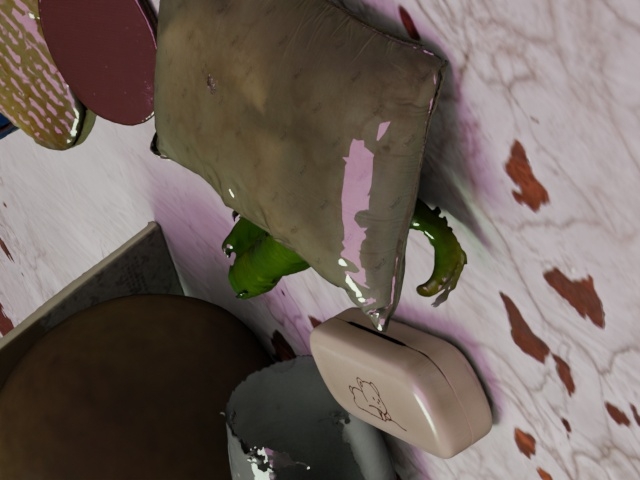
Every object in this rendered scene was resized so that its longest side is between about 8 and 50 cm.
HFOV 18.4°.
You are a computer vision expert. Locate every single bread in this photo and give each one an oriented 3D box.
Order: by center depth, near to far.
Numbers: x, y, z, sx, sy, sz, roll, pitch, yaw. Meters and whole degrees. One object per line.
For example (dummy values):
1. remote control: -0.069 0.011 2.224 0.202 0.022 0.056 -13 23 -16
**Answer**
1. bread: -0.274 -0.219 1.716 0.286 0.056 0.207 49 136 -2

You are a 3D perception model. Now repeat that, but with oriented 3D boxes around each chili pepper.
1. chili pepper: 0.000 0.000 1.405 0.359 0.076 0.085 175 109 -70

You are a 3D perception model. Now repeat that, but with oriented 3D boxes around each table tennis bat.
1. table tennis bat: -0.184 -0.193 1.610 0.130 0.019 0.220 11 126 35

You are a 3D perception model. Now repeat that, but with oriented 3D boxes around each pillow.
1. pillow: -0.027 -0.087 1.292 0.302 0.075 0.185 37 126 46

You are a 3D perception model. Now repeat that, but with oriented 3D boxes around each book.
1. book: -0.241 0.150 1.896 0.021 0.310 0.217 25 143 39

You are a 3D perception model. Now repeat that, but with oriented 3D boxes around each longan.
1. longan: -0.159 0.191 1.768 0.297 0.297 0.297 50 160 26

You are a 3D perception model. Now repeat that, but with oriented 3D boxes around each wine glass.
1. wine glass: 0.011 0.250 1.656 0.143 0.143 0.321 35 150 51

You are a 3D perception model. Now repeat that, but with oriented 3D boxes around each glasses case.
1. glasses case: 0.056 0.102 1.447 0.083 0.050 0.196 63 161 -18

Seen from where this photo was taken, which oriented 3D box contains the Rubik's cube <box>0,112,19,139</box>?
1. Rubik's cube: -0.301 -0.158 1.912 0.092 0.092 0.092 60 162 -3
